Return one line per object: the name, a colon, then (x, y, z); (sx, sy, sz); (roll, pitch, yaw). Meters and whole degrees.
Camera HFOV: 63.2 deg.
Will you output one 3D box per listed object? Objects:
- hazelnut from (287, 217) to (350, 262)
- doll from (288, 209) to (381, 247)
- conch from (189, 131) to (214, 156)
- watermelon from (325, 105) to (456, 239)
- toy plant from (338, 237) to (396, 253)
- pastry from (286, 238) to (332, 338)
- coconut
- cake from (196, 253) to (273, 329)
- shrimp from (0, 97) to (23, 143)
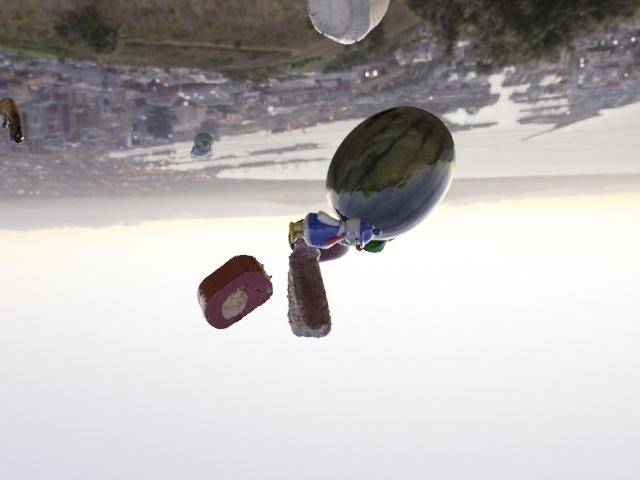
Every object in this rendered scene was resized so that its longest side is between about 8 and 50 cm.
hazelnut: (-0.001, 0.003, 1.834); (0.212, 0.180, 0.181); (9, -141, 32)
doll: (0.023, -0.015, 0.814); (0.143, 0.057, 0.098); (2, 149, 6)
conch: (-0.319, -0.255, 1.402); (0.057, 0.076, 0.085); (31, -172, -16)
watermelon: (0.160, -0.151, 1.251); (0.279, 0.359, 0.279); (42, 177, 3)
toy plant: (0.106, -0.038, 1.457); (0.241, 0.088, 0.154); (17, -122, 35)
pastry: (-0.037, 0.130, 1.336); (0.103, 0.264, 0.112); (11, 151, -26)
coconut: (0.090, -0.748, 1.604); (0.245, 0.244, 0.247); (1, -141, 42)
cake: (-0.302, 0.171, 1.820); (0.283, 0.176, 0.151); (-32, -144, -3)
shrimp: (-0.877, -0.300, 1.431); (0.148, 0.195, 0.035); (-38, 152, 11)
